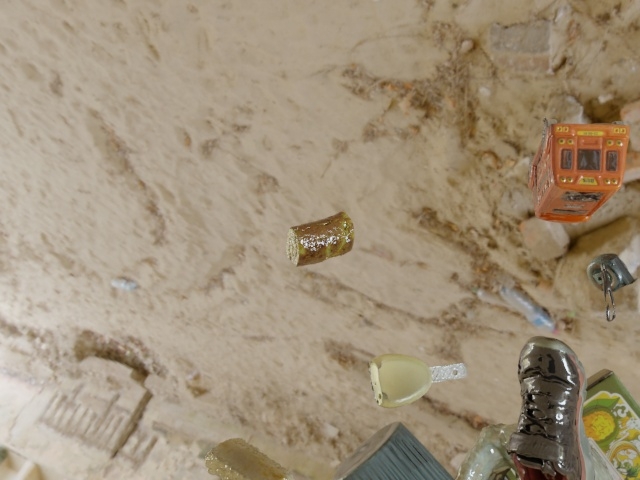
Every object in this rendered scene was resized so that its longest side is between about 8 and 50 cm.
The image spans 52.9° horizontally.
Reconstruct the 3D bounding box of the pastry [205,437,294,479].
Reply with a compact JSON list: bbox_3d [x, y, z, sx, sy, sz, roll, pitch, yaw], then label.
[{"bbox_3d":[-0.159,0.546,1.488,0.258,0.121,0.089,22,129,44],"label":"pastry"}]

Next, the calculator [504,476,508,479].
[{"bbox_3d":[0.584,0.806,2.021,0.177,0.268,0.040,22,111,-3],"label":"calculator"}]

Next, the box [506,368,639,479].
[{"bbox_3d":[0.689,0.593,1.606,0.420,0.372,0.138,56,-175,12],"label":"box"}]

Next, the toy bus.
[{"bbox_3d":[0.483,-0.123,1.238,0.142,0.153,0.329,3,172,11],"label":"toy bus"}]

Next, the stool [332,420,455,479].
[{"bbox_3d":[0.228,0.696,1.739,0.330,0.297,0.297,51,152,7],"label":"stool"}]

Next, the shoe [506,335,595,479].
[{"bbox_3d":[0.341,0.291,0.995,0.114,0.137,0.291,1,107,47],"label":"shoe"}]

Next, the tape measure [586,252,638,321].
[{"bbox_3d":[0.695,0.116,1.598,0.104,0.180,0.107,42,151,-2],"label":"tape measure"}]

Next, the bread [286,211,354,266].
[{"bbox_3d":[0.000,0.000,1.735,0.103,0.172,0.132,57,153,38],"label":"bread"}]

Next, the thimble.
[{"bbox_3d":[0.388,0.475,1.189,0.291,0.292,0.195,10,173,32],"label":"thimble"}]

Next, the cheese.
[{"bbox_3d":[0.242,0.327,1.553,0.251,0.127,0.054,-4,163,-19],"label":"cheese"}]
